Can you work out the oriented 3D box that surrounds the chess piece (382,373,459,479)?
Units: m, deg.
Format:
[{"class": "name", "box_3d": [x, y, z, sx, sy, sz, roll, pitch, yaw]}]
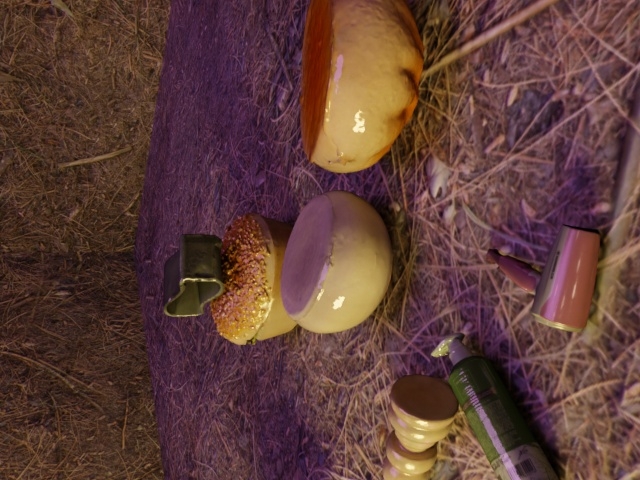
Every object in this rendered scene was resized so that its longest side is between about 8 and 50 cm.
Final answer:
[{"class": "chess piece", "box_3d": [0.133, 0.282, 0.766, 0.094, 0.094, 0.171, -134, 43, -54]}]

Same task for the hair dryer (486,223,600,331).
[{"class": "hair dryer", "box_3d": [0.235, 0.031, 0.610, 0.154, 0.053, 0.106, -160, 77, -66]}]

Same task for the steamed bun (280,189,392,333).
[{"class": "steamed bun", "box_3d": [0.036, 0.039, 0.890, 0.231, 0.144, 0.232, -165, 90, -69]}]

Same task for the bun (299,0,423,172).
[{"class": "bun", "box_3d": [0.066, -0.244, 0.822, 0.299, 0.164, 0.299, -179, 90, -80]}]

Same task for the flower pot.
[{"class": "flower pot", "box_3d": [-0.276, 0.080, 1.179, 0.229, 0.103, 0.108, -43, 47, 53]}]

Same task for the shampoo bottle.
[{"class": "shampoo bottle", "box_3d": [0.199, 0.201, 0.651, 0.065, 0.065, 0.205, -64, 36, 40]}]

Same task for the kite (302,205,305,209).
[{"class": "kite", "box_3d": [0.001, 0.000, 1.112, 0.125, 0.008, 0.223, -40, 54, 56]}]

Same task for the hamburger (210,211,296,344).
[{"class": "hamburger", "box_3d": [-0.149, 0.086, 1.225, 0.302, 0.170, 0.303, -5, 85, 63]}]
